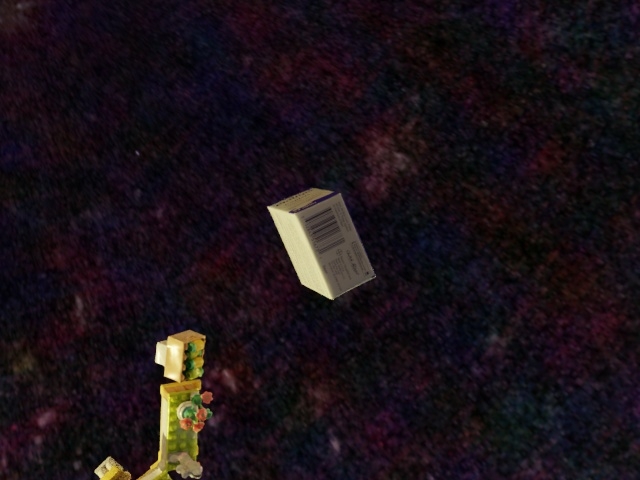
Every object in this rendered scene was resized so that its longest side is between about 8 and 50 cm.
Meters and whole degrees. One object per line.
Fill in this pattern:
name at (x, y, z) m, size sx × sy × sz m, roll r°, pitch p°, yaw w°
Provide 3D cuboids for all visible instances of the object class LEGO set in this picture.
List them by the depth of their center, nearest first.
LEGO set at (-0.170, 0.245, 1.079) m, size 0.132 × 0.107 × 0.287 m, roll 37°, pitch 87°, yaw -33°

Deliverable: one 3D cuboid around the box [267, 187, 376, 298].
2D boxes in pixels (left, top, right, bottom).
box at (0.000, 0.000, 1.361) m, size 0.072 × 0.137 × 0.126 m, roll -27°, pitch 104°, yaw -14°
